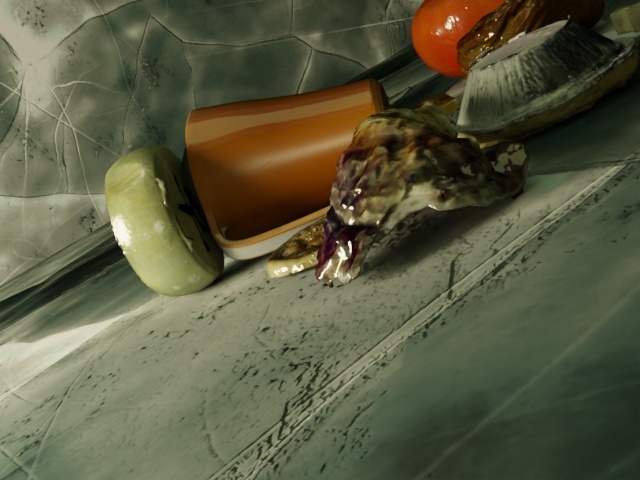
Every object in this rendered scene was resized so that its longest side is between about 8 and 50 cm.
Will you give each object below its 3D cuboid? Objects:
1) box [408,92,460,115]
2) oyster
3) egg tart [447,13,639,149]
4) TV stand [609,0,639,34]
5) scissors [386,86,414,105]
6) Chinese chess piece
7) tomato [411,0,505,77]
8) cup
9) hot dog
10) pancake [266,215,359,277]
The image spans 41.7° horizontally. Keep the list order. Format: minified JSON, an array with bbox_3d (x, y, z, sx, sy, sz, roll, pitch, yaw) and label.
[{"bbox_3d":[0.180,-0.215,1.402,0.089,0.022,0.156,-27,12,8],"label":"box"},{"bbox_3d":[0.082,-0.064,0.806,0.275,0.100,0.271,-29,26,-24],"label":"oyster"},{"bbox_3d":[0.247,-0.189,0.970,0.234,0.094,0.234,-26,14,7],"label":"egg tart"},{"bbox_3d":[0.465,-0.309,1.111,0.042,0.036,0.249,-33,12,-11],"label":"TV stand"},{"bbox_3d":[0.059,-0.239,1.771,0.256,0.029,0.383,-16,19,49],"label":"scissors"},{"bbox_3d":[-0.187,-0.024,1.028,0.083,0.188,0.188,-25,12,8],"label":"Chinese chess piece"},{"bbox_3d":[0.299,-0.412,1.583,0.260,0.180,0.260,-30,12,7],"label":"tomato"},{"bbox_3d":[-0.034,-0.089,1.044,0.264,0.182,0.226,-15,51,12],"label":"cup"},{"bbox_3d":[0.342,-0.349,1.367,0.272,0.122,0.196,-36,7,-26],"label":"hot dog"},{"bbox_3d":[0.000,0.000,0.901,0.140,0.022,0.139,-28,12,7],"label":"pancake"}]
